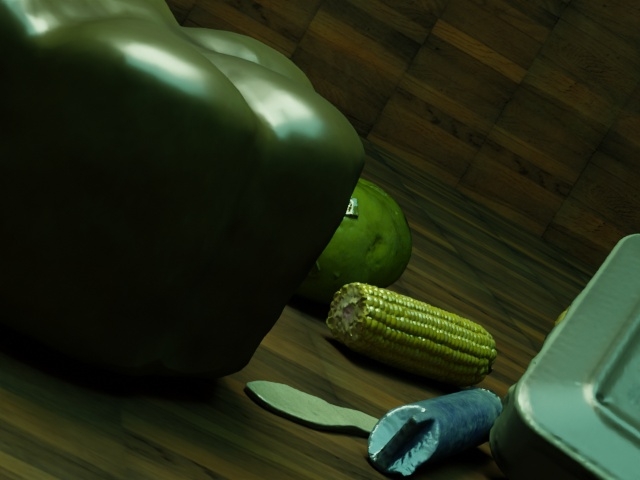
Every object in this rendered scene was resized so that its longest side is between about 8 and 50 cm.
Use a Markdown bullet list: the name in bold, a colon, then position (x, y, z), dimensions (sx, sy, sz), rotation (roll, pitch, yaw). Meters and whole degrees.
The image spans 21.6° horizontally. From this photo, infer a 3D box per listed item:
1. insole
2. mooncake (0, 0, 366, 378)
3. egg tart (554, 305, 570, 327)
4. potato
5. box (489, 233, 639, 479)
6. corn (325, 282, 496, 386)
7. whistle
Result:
- **insole**: position (0.003, 0.155, 1.516), dimensions (0.192, 0.010, 0.063), rotation (19, 15, -49)
- **mooncake**: position (-0.204, -0.090, 1.392), dimensions (0.467, 0.262, 0.467), rotation (29, 12, -6)
- **egg tart**: position (0.385, 0.222, 1.935), dimensions (0.345, 0.132, 0.345), rotation (33, 17, -12)
- **potato**: position (0.002, -0.007, 1.944), dimensions (0.253, 0.149, 0.186), rotation (13, 9, -46)
- **box**: position (0.404, 0.198, 1.721), dimensions (0.396, 0.111, 0.396), rotation (34, 40, 8)
- **corn**: position (0.106, 0.109, 1.863), dimensions (0.248, 0.081, 0.081), rotation (21, 14, -44)
- **whistle**: position (0.114, 0.177, 1.597), dimensions (0.062, 0.062, 0.304), rotation (34, 10, 17)
